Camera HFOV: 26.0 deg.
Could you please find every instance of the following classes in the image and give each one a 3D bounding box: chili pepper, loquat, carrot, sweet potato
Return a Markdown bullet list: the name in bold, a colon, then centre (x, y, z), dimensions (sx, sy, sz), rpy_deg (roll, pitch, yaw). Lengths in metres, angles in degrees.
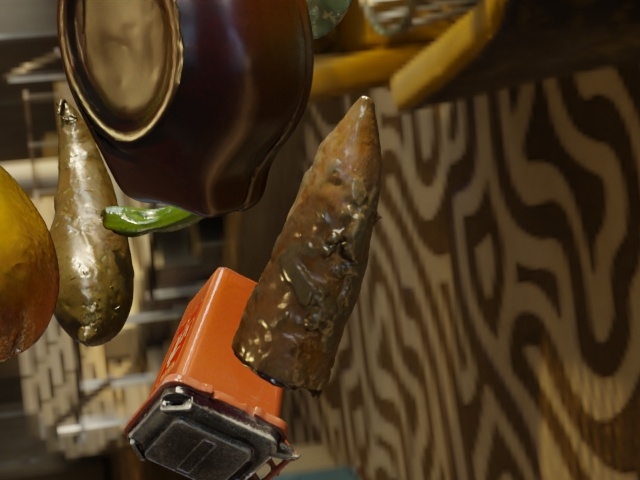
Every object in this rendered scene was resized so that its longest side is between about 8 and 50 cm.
- **chili pepper**: centre (-0.203, -0.040, 1.893), dimensions (0.050, 0.201, 0.052), rpy_deg (60, -160, -44)
- **loquat**: centre (-0.457, 0.026, 1.663), dimensions (0.276, 0.276, 0.284), rpy_deg (146, 111, -76)
- **carrot**: centre (0.000, 0.000, 1.185), dimensions (0.102, 0.102, 0.263), rpy_deg (-125, 50, -65)
- **sweet potato**: centre (-0.341, -0.017, 2.013), dimensions (0.130, 0.130, 0.423), rpy_deg (102, 162, -54)

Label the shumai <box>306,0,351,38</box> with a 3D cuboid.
- **shumai**: centre (-0.037, -0.377, 1.599), dimensions (0.222, 0.203, 0.272), rpy_deg (-58, -15, -27)

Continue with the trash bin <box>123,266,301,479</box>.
- **trash bin**: centre (-0.108, 0.170, 1.672), dimensions (0.161, 0.184, 0.239), rpy_deg (-48, 19, 45)

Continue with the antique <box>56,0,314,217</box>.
- **antique**: centre (-0.107, -0.156, 1.051), dimensions (0.223, 0.129, 0.278), rpy_deg (18, 110, 36)
